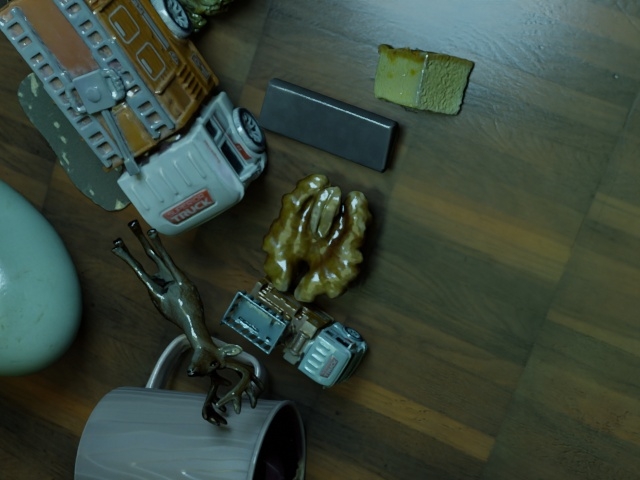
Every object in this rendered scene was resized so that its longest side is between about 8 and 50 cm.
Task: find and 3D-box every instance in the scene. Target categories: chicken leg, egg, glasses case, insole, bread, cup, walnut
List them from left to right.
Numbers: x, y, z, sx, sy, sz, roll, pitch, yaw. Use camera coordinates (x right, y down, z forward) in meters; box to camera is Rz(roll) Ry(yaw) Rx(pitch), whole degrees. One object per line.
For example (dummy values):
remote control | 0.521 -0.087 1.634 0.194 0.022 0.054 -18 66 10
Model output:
egg | -0.490 0.032 1.555 0.371 0.230 0.230 48 108 14
insole | -0.362 -0.144 1.604 0.081 0.011 0.248 -40 83 18
chicken leg | -0.190 -0.341 1.485 0.227 0.103 0.088 -9 49 37
cup | -0.169 0.284 1.484 0.273 0.208 0.289 5 99 20
walnut | 0.000 0.000 1.466 0.142 0.069 0.170 28 101 12
glasses case | 0.010 -0.156 1.459 0.190 0.042 0.072 22 110 15
bread | 0.127 -0.209 1.426 0.109 0.080 0.084 24 106 51

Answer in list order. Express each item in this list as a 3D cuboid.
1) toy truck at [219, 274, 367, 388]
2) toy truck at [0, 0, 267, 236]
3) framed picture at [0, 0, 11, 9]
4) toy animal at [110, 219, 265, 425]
toy truck | -0.033 0.127 1.468 0.177 0.115 0.080 34 105 11
toy truck | -0.237 -0.189 1.404 0.173 0.207 0.388 -28 111 20
framed picture | -0.507 -0.412 1.618 0.127 0.023 0.169 10 99 18
toy animal | -0.172 0.096 1.417 0.087 0.243 0.260 -32 105 1
